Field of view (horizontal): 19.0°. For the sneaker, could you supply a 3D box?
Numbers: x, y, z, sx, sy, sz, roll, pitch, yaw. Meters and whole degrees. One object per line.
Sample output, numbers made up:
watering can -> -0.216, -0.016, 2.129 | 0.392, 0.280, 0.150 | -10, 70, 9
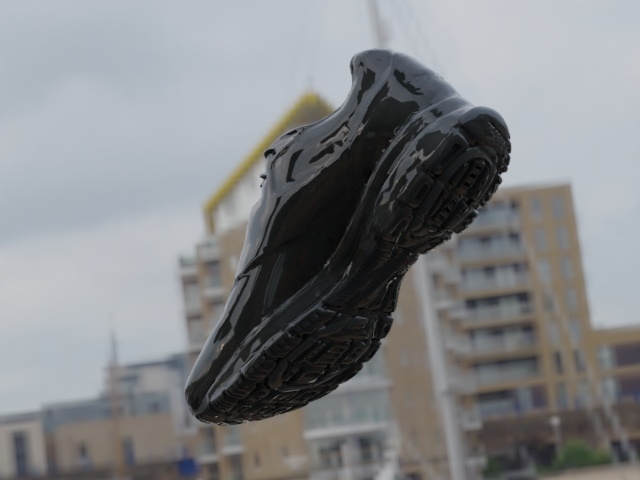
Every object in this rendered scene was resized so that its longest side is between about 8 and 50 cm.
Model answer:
sneaker -> 0.000, 0.000, 1.255 | 0.286, 0.130, 0.109 | -50, -31, 12
